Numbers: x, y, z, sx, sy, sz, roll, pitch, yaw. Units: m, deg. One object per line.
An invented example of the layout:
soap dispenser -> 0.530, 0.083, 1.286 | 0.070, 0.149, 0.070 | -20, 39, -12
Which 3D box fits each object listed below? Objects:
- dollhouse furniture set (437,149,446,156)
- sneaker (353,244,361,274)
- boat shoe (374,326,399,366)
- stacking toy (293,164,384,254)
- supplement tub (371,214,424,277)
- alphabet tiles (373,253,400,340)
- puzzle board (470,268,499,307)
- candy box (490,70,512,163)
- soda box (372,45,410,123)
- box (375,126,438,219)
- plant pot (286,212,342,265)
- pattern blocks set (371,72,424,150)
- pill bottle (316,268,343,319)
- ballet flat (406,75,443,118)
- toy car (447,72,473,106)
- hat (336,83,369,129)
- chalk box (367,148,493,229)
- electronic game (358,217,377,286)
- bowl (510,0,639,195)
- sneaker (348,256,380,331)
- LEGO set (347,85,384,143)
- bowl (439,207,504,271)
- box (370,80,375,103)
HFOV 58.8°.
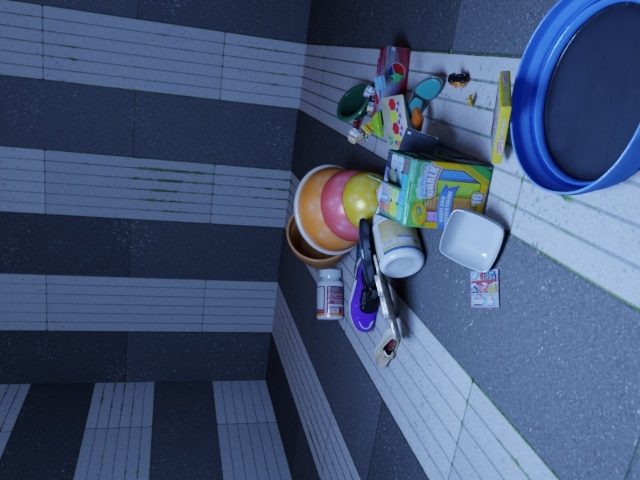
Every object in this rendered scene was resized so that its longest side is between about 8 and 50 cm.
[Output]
dollhouse furniture set -> 0.332, -0.204, 1.658 | 0.091, 0.081, 0.114 | 108, 158, -43
sneaker -> 0.169, 0.089, 2.218 | 0.078, 0.067, 0.188 | 118, 154, -70
boat shoe -> 0.229, 0.378, 1.956 | 0.059, 0.062, 0.170 | -101, 21, -58
stacking toy -> 0.159, -0.131, 2.030 | 0.479, 0.350, 0.351 | -6, 81, 55
supplement tub -> 0.244, 0.003, 1.818 | 0.144, 0.144, 0.200 | 113, 155, -51
alphabet tiles -> 0.213, 0.187, 1.846 | 0.284, 0.021, 0.278 | 34, -139, -76
puzzle board -> 0.413, 0.122, 1.437 | 0.128, 0.011, 0.097 | 158, 115, -74
candy box -> 0.413, -0.277, 1.303 | 0.206, 0.027, 0.105 | 71, -159, -59
soda box -> 0.248, -0.542, 2.003 | 0.083, 0.092, 0.264 | -149, 63, -70
box -> 0.258, -0.193, 1.680 | 0.184, 0.103, 0.261 | -33, -37, -74
plant pot -> 0.000, 0.000, 2.506 | 0.203, 0.290, 0.291 | 88, 177, -64
pattern blocks set -> 0.253, -0.383, 1.861 | 0.285, 0.026, 0.325 | 30, 133, 59
pill bottle -> 0.043, 0.244, 2.542 | 0.121, 0.121, 0.221 | 148, 124, -71
ballet flat -> 0.322, -0.462, 1.779 | 0.068, 0.072, 0.213 | -63, 6, -28
toy car -> 0.385, -0.410, 1.563 | 0.040, 0.060, 0.122 | 60, -154, -54
hat -> 0.183, -0.529, 2.371 | 0.208, 0.183, 0.173 | 13, 77, 51
chalk box -> 0.267, -0.134, 1.489 | 0.180, 0.288, 0.179 | -131, 46, -69
electronic game -> 0.154, 0.039, 1.874 | 0.229, 0.048, 0.229 | -7, -90, -78
bowl -> 0.502, -0.278, 1.068 | 0.391, 0.077, 0.392 | -177, 90, -75
sneaker -> 0.177, 0.202, 2.104 | 0.146, 0.102, 0.294 | -170, 83, -74
LEGO set -> 0.190, -0.440, 2.125 | 0.107, 0.132, 0.287 | 111, 179, -62
bowl -> 0.380, -0.007, 1.407 | 0.053, 0.142, 0.142 | -35, -35, -49
box -> 0.217, -0.587, 2.263 | 0.067, 0.018, 0.083 | 122, 148, -61
